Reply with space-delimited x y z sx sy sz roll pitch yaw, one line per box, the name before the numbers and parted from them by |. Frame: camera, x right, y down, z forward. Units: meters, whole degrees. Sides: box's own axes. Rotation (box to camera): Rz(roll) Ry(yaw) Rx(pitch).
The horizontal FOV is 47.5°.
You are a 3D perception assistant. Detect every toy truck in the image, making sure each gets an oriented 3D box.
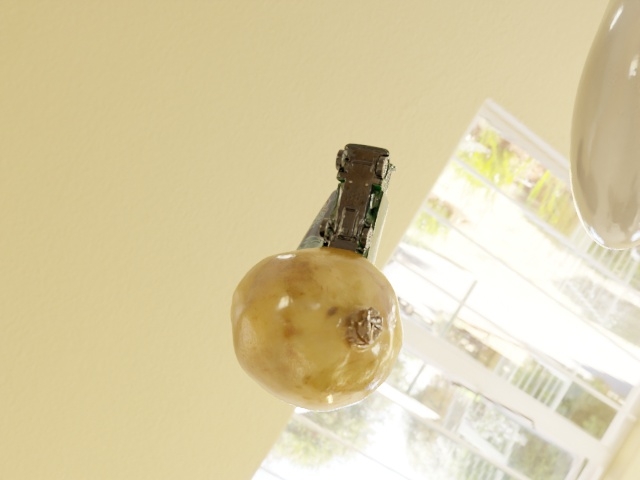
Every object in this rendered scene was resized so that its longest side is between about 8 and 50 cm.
toy truck | 0.045 -0.037 0.871 0.065 0.147 0.079 11 171 16

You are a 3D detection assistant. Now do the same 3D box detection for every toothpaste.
toothpaste | -0.001 0.000 1.092 0.069 0.268 0.047 5 133 28

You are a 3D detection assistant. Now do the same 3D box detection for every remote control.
remote control | 0.273 -0.138 0.595 0.103 0.332 0.221 13 139 22

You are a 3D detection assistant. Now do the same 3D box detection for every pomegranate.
pomegranate | 0.002 0.089 0.765 0.196 0.196 0.196 32 177 2
